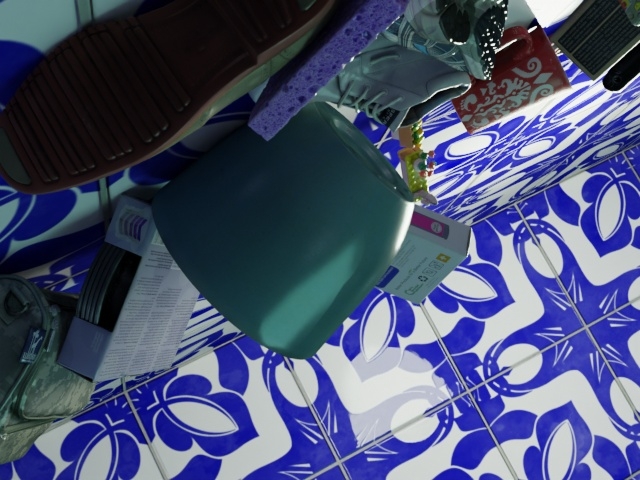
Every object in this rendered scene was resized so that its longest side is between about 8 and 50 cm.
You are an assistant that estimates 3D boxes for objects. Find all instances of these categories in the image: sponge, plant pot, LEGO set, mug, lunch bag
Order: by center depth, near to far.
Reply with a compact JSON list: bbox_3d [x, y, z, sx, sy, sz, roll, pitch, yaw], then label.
[{"bbox_3d":[0.017,-0.184,0.824,0.210,0.031,0.117,-35,-157,44],"label":"sponge"},{"bbox_3d":[-0.024,-0.036,1.165,0.235,0.293,0.293,-43,166,14],"label":"plant pot"},{"bbox_3d":[-0.440,0.167,1.292,0.256,0.212,0.305,-44,170,-2],"label":"lunch bag"},{"bbox_3d":[0.278,-0.256,1.413,0.169,0.150,0.113,-27,-153,17],"label":"mug"},{"bbox_3d":[0.150,-0.058,1.517,0.132,0.107,0.287,10,110,-35],"label":"LEGO set"}]

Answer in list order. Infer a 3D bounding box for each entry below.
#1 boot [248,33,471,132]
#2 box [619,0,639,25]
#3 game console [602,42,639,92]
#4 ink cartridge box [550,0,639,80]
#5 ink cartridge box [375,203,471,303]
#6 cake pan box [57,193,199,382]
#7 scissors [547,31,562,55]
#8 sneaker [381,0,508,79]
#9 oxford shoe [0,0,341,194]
[{"bbox_3d":[0.054,-0.180,1.061,0.258,0.123,0.095,-25,169,-17],"label":"boot"},{"bbox_3d":[0.224,-0.290,0.504,0.279,0.290,0.177,-15,165,-48],"label":"box"},{"bbox_3d":[0.555,-0.390,1.218,0.342,0.060,0.386,-44,175,-28],"label":"game console"},{"bbox_3d":[0.420,-0.337,1.154,0.235,0.088,0.193,-47,179,-24],"label":"ink cartridge box"},{"bbox_3d":[0.026,-0.023,1.400,0.371,0.069,0.176,20,147,-10],"label":"ink cartridge box"},{"bbox_3d":[-0.244,0.069,1.293,0.267,0.070,0.246,11,99,-76],"label":"cake pan box"},{"bbox_3d":[0.454,-0.377,1.445,0.109,0.021,0.297,-16,163,-40],"label":"scissors"},{"bbox_3d":[0.119,-0.246,0.970,0.122,0.110,0.283,13,-178,24],"label":"sneaker"},{"bbox_3d":[-0.123,-0.142,0.809,0.348,0.123,0.130,-28,175,8],"label":"oxford shoe"}]
